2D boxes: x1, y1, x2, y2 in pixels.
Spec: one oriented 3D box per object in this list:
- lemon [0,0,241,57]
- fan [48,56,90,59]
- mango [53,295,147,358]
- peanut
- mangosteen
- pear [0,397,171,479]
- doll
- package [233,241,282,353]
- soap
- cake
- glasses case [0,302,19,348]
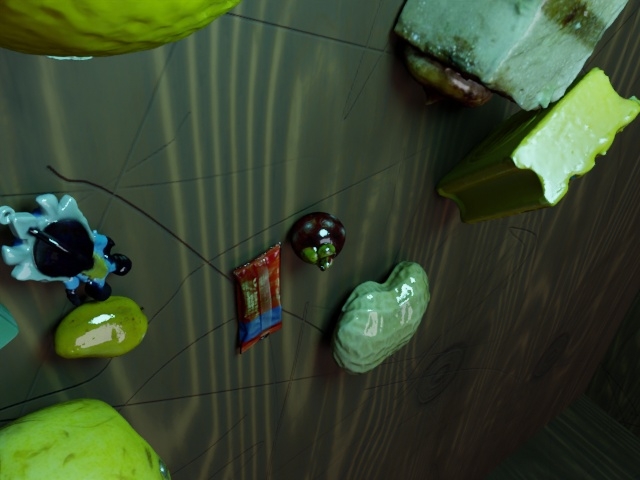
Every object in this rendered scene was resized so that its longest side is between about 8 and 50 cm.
[{"bbox_3d":[-0.153,-0.247,0.350,0.336,0.336,0.336,-30,143,-26],"label":"lemon"},{"bbox_3d":[-0.174,-0.240,0.634,0.240,0.009,0.131,-43,149,-9],"label":"fan"},{"bbox_3d":[-0.261,0.106,0.838,0.114,0.060,0.080,-14,131,-36],"label":"mango"},{"bbox_3d":[0.113,0.135,1.256,0.233,0.110,0.197,-27,142,-26],"label":"peanut"},{"bbox_3d":[-0.001,-0.002,1.011,0.081,0.081,0.081,-30,143,-26],"label":"mangosteen"},{"bbox_3d":[-0.310,0.329,0.830,0.281,0.281,0.281,-30,143,-26],"label":"pear"},{"bbox_3d":[-0.265,0.009,0.730,0.096,0.070,0.195,-59,156,-11],"label":"doll"},{"bbox_3d":[-0.091,0.090,1.052,0.083,0.022,0.200,-28,143,-28],"label":"package"},{"bbox_3d":[0.316,-0.132,1.084,0.204,0.096,0.324,-44,-176,-10],"label":"soap"},{"bbox_3d":[0.232,-0.283,0.891,0.196,0.199,0.293,2,124,-53],"label":"cake"},{"bbox_3d":[-0.376,0.062,0.679,0.078,0.039,0.184,-40,146,-11],"label":"glasses case"}]
